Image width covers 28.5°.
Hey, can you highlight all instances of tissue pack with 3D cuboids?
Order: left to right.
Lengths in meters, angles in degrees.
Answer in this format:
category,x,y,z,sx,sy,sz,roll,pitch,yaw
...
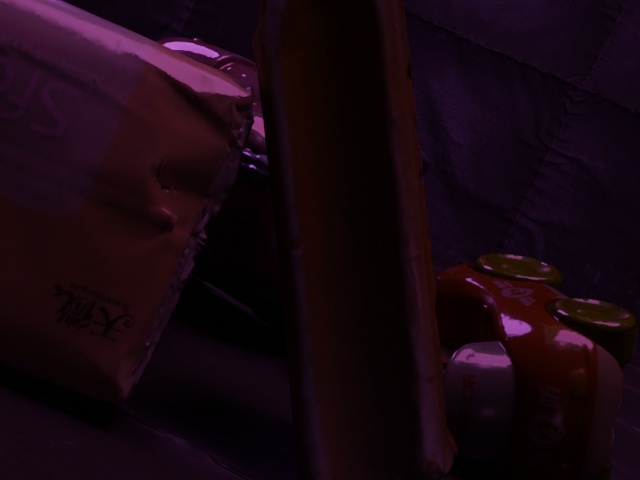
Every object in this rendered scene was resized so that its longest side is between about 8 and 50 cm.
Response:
category,x,y,z,sx,sy,sz,roll,pitch,yaw
tissue pack,-0.163,-0.038,0.645,0.222,0.186,0.090,24,-5,-4

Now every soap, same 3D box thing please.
category,x,y,z,sx,sy,sz,roll,pitch,yaw
soap,0.020,-0.008,0.726,0.089,0.274,0.173,-6,1,6

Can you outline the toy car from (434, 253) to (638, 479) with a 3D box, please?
category,x,y,z,sx,sy,sz,roll,pitch,yaw
toy car,0.100,0.100,0.947,0.235,0.145,0.235,7,14,-2

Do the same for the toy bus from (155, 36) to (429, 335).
category,x,y,z,sx,sy,sz,roll,pitch,yaw
toy bus,-0.068,-0.058,1.044,0.294,0.197,0.232,31,-3,31
